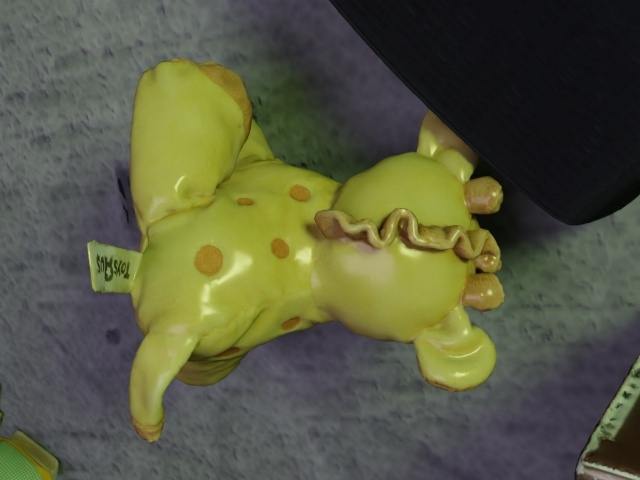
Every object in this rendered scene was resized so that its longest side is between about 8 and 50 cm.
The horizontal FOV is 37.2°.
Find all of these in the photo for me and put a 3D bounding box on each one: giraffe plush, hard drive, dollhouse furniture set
[{"bbox_3d":[0.000,0.000,0.465,0.170,0.210,0.181,-2,102,3],"label":"giraffe plush"},{"bbox_3d":[0.062,-0.128,0.386,0.255,0.054,0.172,49,154,9],"label":"hard drive"},{"bbox_3d":[-0.281,0.150,0.758,0.151,0.076,0.059,30,123,23],"label":"dollhouse furniture set"}]

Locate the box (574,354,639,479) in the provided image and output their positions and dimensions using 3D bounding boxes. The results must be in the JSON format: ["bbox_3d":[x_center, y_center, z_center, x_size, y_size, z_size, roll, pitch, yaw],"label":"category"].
[{"bbox_3d":[0.193,0.155,0.372,0.167,0.168,0.203,14,115,29],"label":"box"}]
